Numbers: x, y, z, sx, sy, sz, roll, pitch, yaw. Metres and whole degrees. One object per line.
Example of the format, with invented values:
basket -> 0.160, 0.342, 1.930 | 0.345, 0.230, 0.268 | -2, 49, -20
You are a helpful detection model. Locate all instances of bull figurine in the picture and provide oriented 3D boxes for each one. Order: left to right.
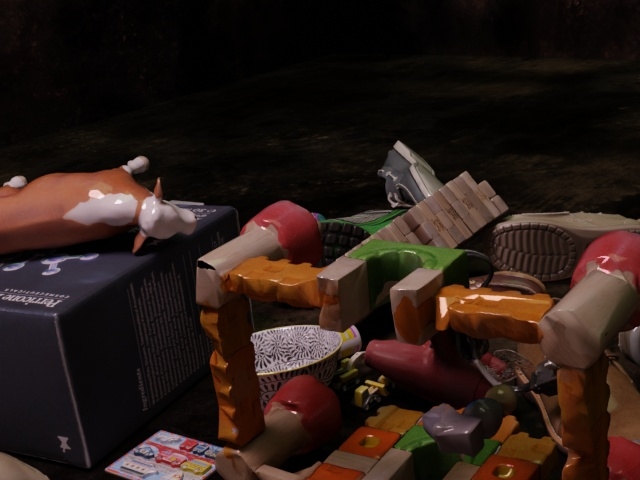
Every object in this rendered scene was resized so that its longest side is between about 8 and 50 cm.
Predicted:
bull figurine -> -0.314, -0.045, 1.352 | 0.310, 0.101, 0.188 | -4, 15, 3

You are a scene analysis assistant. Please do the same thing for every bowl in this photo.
bowl -> -0.049, 0.172, 1.285 | 0.170, 0.080, 0.170 | -8, 14, 2

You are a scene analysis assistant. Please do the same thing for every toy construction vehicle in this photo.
toy construction vehicle -> 0.060, 0.175, 1.313 | 0.098, 0.035, 0.085 | -23, 24, -39

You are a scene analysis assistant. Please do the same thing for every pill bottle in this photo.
pill bottle -> 0.013, 0.146, 1.402 | 0.083, 0.043, 0.043 | -18, 21, -29

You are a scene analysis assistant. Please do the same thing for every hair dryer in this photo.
hair dryer -> 0.152, 0.110, 1.187 | 0.080, 0.224, 0.293 | -46, 7, -38

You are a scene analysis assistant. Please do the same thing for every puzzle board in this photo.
puzzle board -> -0.177, 0.259, 1.199 | 0.128, 0.011, 0.096 | 6, 23, 36

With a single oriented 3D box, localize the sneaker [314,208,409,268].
sneaker -> 0.050, 0.021, 1.663 | 0.343, 0.134, 0.146 | -6, 10, -23

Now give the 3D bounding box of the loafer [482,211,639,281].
loafer -> 0.387, 0.005, 1.599 | 0.268, 0.102, 0.092 | 3, 18, 1

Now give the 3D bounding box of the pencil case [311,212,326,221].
pencil case -> 0.000, 0.000, 1.794 | 0.064, 0.070, 0.152 | -11, 20, -11

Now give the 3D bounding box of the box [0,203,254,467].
box -> -0.323, 0.104, 1.399 | 0.293, 0.212, 0.395 | 3, 22, 28

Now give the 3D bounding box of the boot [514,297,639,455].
boot -> 0.301, 0.159, 1.147 | 0.112, 0.115, 0.305 | -9, 20, -13

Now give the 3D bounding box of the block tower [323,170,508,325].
block tower -> 0.130, 0.015, 1.534 | 0.335, 0.091, 0.097 | -33, -11, -31

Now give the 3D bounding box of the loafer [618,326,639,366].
loafer -> 0.440, 0.104, 1.308 | 0.087, 0.094, 0.251 | 0, 11, 41

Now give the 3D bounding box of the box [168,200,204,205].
box -> -0.267, -0.010, 1.879 | 0.087, 0.101, 0.102 | 6, 25, 35

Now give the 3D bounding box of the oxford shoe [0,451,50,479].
oxford shoe -> -0.471, 0.284, 1.124 | 0.396, 0.141, 0.146 | -1, -12, 32

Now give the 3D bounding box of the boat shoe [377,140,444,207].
boat shoe -> 0.184, -0.101, 2.028 | 0.099, 0.116, 0.319 | -49, 23, 13

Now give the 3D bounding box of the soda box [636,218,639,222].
soda box -> 0.596, -0.025, 1.653 | 0.181, 0.058, 0.061 | -19, 22, -29

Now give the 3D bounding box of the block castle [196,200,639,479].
block castle -> 0.109, 0.131, 1.011 | 0.453, 0.303, 0.213 | 6, 22, 33

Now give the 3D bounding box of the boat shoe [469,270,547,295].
boat shoe -> 0.217, 0.089, 1.455 | 0.206, 0.073, 0.073 | -5, 17, 32
